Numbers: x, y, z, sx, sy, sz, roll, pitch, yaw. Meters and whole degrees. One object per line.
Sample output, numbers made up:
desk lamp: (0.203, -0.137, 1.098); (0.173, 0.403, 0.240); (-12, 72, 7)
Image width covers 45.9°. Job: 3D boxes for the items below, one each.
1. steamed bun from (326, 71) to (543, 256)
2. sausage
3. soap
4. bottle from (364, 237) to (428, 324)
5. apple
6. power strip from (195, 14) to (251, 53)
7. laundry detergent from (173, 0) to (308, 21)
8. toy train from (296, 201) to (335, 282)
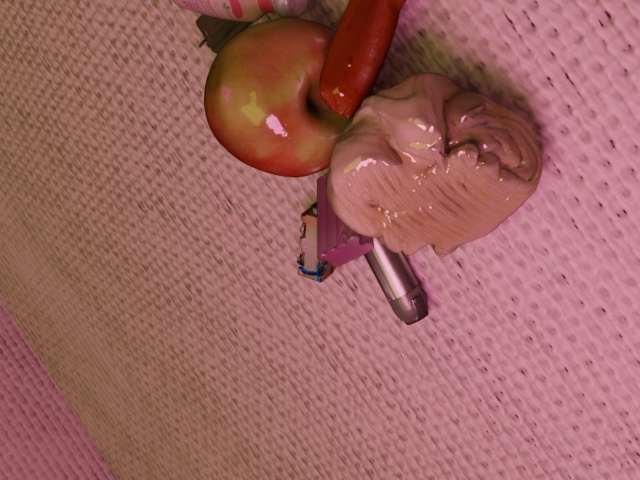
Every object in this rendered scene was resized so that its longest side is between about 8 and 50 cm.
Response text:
steamed bun: (0.188, -0.153, 1.378); (0.339, 0.247, 0.352); (27, 132, -27)
sausage: (0.087, -0.389, 1.359); (0.094, 0.097, 0.348); (21, 89, 30)
soap: (0.050, -0.059, 1.595); (0.122, 0.066, 0.203); (-28, 52, 42)
bottle: (0.155, 0.060, 1.632); (0.253, 0.080, 0.096); (63, 160, -3)
apple: (-0.072, -0.280, 1.504); (0.277, 0.319, 0.319); (11, 120, 57)
power strip: (-0.199, -0.500, 1.672); (0.268, 0.034, 0.092); (-30, 92, 43)
laundry detergent: (-0.178, -0.519, 1.550); (0.335, 0.087, 0.159); (20, 151, 30)
toy train: (0.000, 0.000, 1.719); (0.072, 0.099, 0.188); (21, 122, 27)
